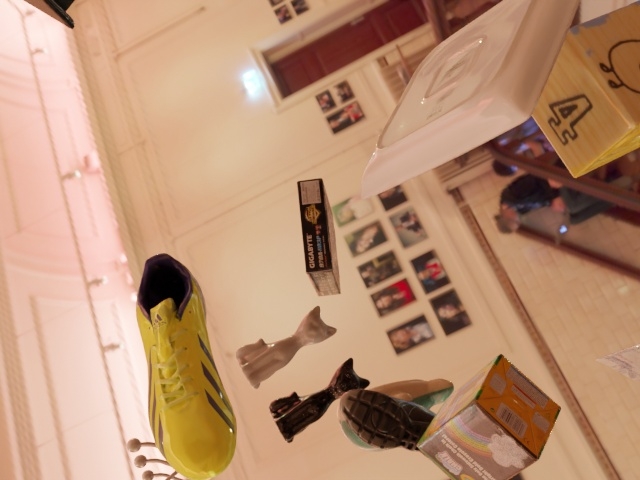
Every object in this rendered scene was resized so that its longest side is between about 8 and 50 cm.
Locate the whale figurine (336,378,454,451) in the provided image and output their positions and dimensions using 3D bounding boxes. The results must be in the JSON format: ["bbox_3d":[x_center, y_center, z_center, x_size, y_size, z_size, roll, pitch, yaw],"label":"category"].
[{"bbox_3d":[0.177,0.395,1.665,0.216,0.272,0.141,126,130,-71],"label":"whale figurine"}]

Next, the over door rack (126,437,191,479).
[{"bbox_3d":[-0.280,0.411,1.150,0.108,0.324,0.239,33,152,12],"label":"over door rack"}]

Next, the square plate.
[{"bbox_3d":[0.214,-0.241,1.080,0.049,0.347,0.344,41,-123,-18],"label":"square plate"}]

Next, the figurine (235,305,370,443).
[{"bbox_3d":[-0.034,0.265,1.484,0.215,0.209,0.092,59,173,-5],"label":"figurine"}]

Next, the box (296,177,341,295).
[{"bbox_3d":[0.000,0.000,1.388,0.220,0.051,0.175,69,-165,-74],"label":"box"}]

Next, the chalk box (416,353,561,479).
[{"bbox_3d":[0.259,0.313,1.185,0.132,0.213,0.132,42,-137,6],"label":"chalk box"}]

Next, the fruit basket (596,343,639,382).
[{"bbox_3d":[0.548,0.097,0.859,0.327,0.353,0.165,24,-130,-42],"label":"fruit basket"}]

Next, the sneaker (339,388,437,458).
[{"bbox_3d":[0.153,0.358,1.417,0.267,0.101,0.106,26,-179,-10],"label":"sneaker"}]

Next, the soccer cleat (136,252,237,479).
[{"bbox_3d":[-0.162,0.132,0.818,0.289,0.093,0.121,-114,10,-46],"label":"soccer cleat"}]

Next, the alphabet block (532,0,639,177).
[{"bbox_3d":[0.495,-0.257,1.254,0.197,0.192,0.193,59,160,13],"label":"alphabet block"}]

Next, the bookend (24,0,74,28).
[{"bbox_3d":[-0.346,-0.384,0.948,0.156,0.157,0.072,32,173,24],"label":"bookend"}]
